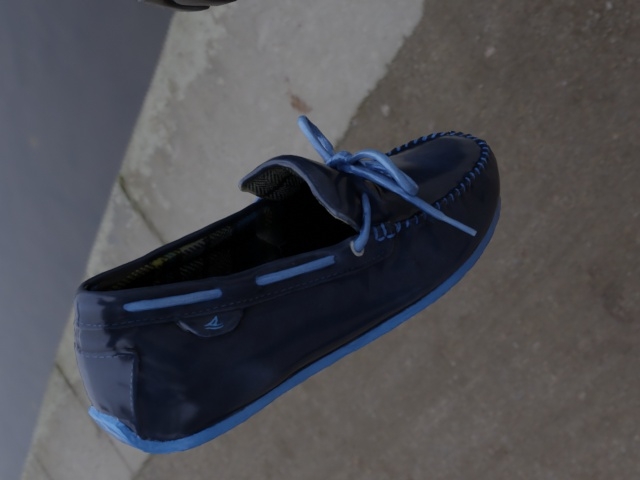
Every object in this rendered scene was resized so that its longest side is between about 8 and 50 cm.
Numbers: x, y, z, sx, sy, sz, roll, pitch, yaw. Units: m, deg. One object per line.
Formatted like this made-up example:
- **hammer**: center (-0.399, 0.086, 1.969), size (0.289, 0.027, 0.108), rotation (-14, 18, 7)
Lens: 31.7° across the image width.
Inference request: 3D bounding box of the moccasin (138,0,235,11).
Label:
- **moccasin**: center (-0.003, -0.280, 0.914), size (0.380, 0.139, 0.146), rotation (0, 91, 40)

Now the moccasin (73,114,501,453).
- **moccasin**: center (0.000, 0.000, 0.702), size (0.138, 0.342, 0.116), rotation (9, 124, 41)
